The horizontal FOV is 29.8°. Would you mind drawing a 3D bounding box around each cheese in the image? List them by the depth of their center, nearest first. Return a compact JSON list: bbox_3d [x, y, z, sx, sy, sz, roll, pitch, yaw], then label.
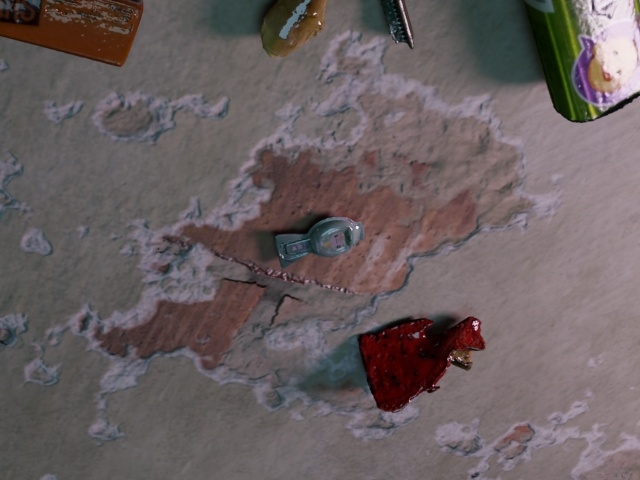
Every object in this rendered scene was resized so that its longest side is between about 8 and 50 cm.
[{"bbox_3d":[0.000,0.000,1.615,0.121,0.026,0.067,-15,128,-4],"label":"cheese"}]

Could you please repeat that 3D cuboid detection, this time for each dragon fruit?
[{"bbox_3d":[0.151,0.165,1.772,0.192,0.122,0.092,-30,168,3],"label":"dragon fruit"}]

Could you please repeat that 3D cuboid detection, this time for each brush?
[{"bbox_3d":[0.078,-0.307,1.405,0.028,0.034,0.190,-9,131,12],"label":"brush"}]

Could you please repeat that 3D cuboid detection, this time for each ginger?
[{"bbox_3d":[-0.030,-0.308,1.358,0.133,0.059,0.214,13,123,-33],"label":"ginger"}]

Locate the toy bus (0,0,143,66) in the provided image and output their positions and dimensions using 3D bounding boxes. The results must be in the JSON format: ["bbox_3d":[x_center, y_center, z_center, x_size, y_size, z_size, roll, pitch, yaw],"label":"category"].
[{"bbox_3d":[-0.388,-0.280,1.254,0.409,0.092,0.093,11,120,-24],"label":"toy bus"}]

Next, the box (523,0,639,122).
[{"bbox_3d":[0.303,-0.309,1.417,0.134,0.097,0.345,-30,128,-6],"label":"box"}]
